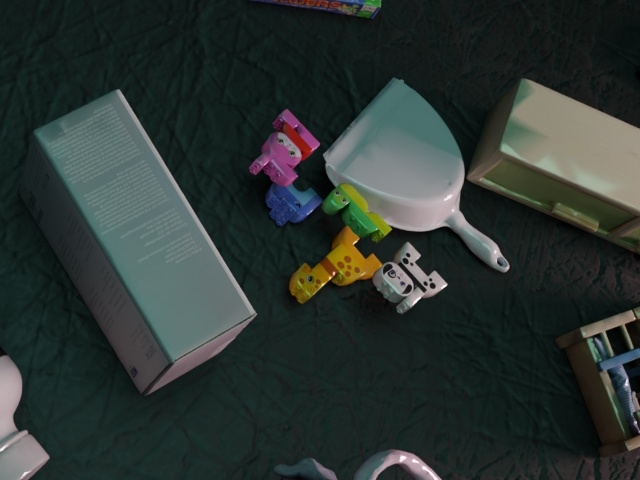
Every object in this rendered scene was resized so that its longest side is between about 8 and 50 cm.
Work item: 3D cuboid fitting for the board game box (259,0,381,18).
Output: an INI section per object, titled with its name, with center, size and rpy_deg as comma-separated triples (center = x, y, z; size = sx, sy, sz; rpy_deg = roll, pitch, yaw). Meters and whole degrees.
[board game box]
center = -0.002, -0.337, 1.529
size = 0.136, 0.035, 0.201
rpy_deg = 6, 74, -13

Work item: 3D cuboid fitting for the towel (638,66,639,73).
[towel]
center = 0.403, -0.163, 1.588
size = 0.119, 0.029, 0.067
rpy_deg = 44, 71, 0

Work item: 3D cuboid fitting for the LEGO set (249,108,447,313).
[LEGO set]
center = 0.000, 0.000, 1.412
size = 0.227, 0.087, 0.093
rpy_deg = 47, 55, 1

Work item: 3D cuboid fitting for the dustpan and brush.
[dustpan and brush]
center = 0.113, -0.046, 1.477
size = 0.211, 0.060, 0.147
rpy_deg = 38, 57, 5

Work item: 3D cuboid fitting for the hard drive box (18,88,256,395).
[hard drive box]
center = -0.170, 0.009, 1.320
size = 0.089, 0.181, 0.232
rpy_deg = -29, 85, -20

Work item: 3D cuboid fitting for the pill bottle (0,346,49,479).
[pill bottle]
center = -0.380, 0.102, 1.243
size = 0.181, 0.181, 0.323
rpy_deg = -40, 89, -20

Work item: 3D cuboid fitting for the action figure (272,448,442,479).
[action figure]
center = -0.004, 0.388, 1.204
size = 0.248, 0.276, 0.370
rpy_deg = 38, 47, -33

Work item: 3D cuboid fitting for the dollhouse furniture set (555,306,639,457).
[dollhouse furniture set]
center = 0.338, 0.119, 1.415
size = 0.129, 0.183, 0.129
rpy_deg = -18, 80, -18

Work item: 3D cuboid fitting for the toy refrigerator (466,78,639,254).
[toy refrigerator]
center = 0.294, -0.057, 1.495
size = 0.269, 0.102, 0.094
rpy_deg = 22, 71, -8
